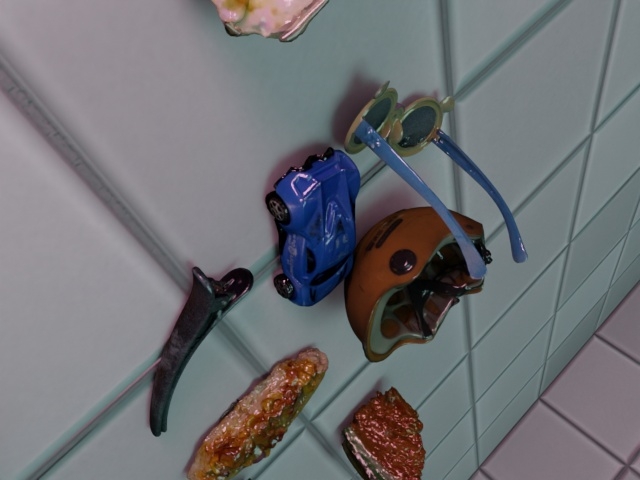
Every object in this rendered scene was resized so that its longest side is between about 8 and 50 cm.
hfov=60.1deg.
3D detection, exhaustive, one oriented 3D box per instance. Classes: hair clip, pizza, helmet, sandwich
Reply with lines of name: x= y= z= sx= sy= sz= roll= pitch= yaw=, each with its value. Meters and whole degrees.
hair clip: x=-0.148 y=0.124 z=0.591 sx=0.070 sy=0.039 sz=0.230 roll=4 pitch=122 yaw=-50
pizza: x=-0.078 y=0.253 z=0.762 sx=0.246 sy=0.058 sz=0.127 roll=-39 pitch=143 yaw=-23
helmet: x=0.112 y=0.042 z=0.729 sx=0.224 sy=0.130 sz=0.198 roll=-38 pitch=143 yaw=-7
sandwich: x=0.136 y=0.386 z=1.026 sx=0.160 sy=0.185 sz=0.109 roll=-44 pitch=153 yaw=-6

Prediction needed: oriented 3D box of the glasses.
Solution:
glasses: x=0.122 y=-0.054 z=0.608 sx=0.088 sy=0.221 sz=0.189 roll=-31 pitch=167 yaw=35

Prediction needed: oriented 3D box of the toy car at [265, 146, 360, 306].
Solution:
toy car: x=0.000 y=0.000 z=0.618 sx=0.103 sy=0.063 sz=0.216 roll=-32 pitch=141 yaw=-28

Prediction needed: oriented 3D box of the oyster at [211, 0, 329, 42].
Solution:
oyster: x=0.008 y=-0.306 z=0.335 sx=0.201 sy=0.107 sz=0.354 roll=25 pitch=114 yaw=-35

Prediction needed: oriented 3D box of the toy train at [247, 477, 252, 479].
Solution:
toy train: x=-0.152 y=0.425 z=0.766 sx=0.225 sy=0.137 sz=0.090 roll=7 pitch=109 yaw=-47
